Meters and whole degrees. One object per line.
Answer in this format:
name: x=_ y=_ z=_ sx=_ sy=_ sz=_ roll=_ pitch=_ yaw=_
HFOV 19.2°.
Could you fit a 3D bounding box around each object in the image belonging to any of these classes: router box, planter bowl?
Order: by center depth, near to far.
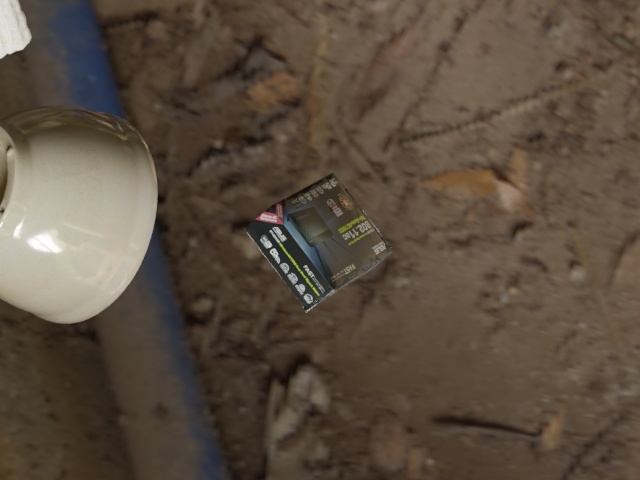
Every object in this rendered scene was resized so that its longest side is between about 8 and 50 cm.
planter bowl: x=-0.213 y=-0.029 z=1.378 sx=0.162 sy=0.109 sz=0.162 roll=-14 pitch=68 yaw=38
router box: x=0.000 y=0.000 z=1.658 sx=0.038 sy=0.122 sz=0.092 roll=-39 pitch=86 yaw=33

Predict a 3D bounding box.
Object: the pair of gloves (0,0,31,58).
pair of gloves: x=-0.249 y=-0.128 z=0.813 sx=0.240 sy=0.204 sz=0.042 roll=-18 pitch=40 yaw=-17
